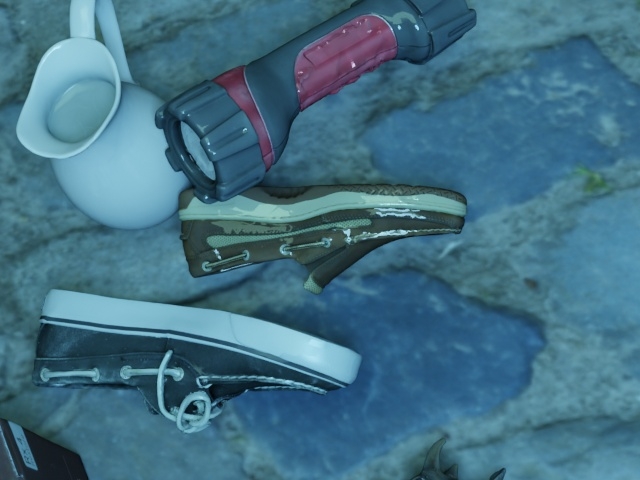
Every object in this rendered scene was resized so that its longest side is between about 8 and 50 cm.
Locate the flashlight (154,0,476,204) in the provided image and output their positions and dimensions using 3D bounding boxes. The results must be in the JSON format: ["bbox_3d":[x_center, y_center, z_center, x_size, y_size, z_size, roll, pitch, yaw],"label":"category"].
[{"bbox_3d":[0.005,-0.144,1.131,0.304,0.103,0.103,-32,97,-23],"label":"flashlight"}]

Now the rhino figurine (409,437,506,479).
[{"bbox_3d":[0.127,0.270,1.006,0.106,0.073,0.243,-10,66,-11],"label":"rhino figurine"}]

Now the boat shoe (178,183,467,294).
[{"bbox_3d":[0.002,0.000,1.140,0.258,0.095,0.095,-1,89,15],"label":"boat shoe"}]

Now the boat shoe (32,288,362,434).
[{"bbox_3d":[-0.115,0.112,1.105,0.306,0.113,0.104,8,78,19],"label":"boat shoe"}]

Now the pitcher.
[{"bbox_3d":[-0.184,-0.113,1.151,0.126,0.207,0.177,2,70,14],"label":"pitcher"}]

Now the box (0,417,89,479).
[{"bbox_3d":[-0.287,0.276,1.051,0.203,0.167,0.168,-28,66,2],"label":"box"}]
